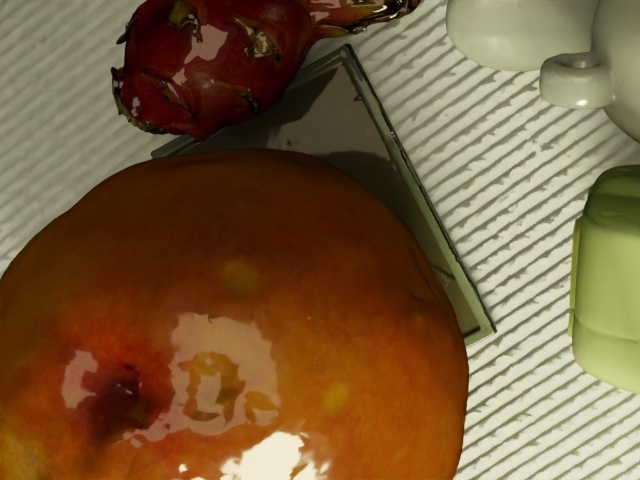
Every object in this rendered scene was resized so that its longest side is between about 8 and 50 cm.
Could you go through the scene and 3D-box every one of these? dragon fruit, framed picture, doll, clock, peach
[{"bbox_3d":[-0.038,-0.153,1.253,0.246,0.125,0.125,-15,100,7],"label":"dragon fruit"},{"bbox_3d":[0.000,0.000,1.298,0.184,0.016,0.250,-29,86,15],"label":"framed picture"},{"bbox_3d":[0.309,-0.121,1.085,0.365,0.187,0.376,-14,45,-17],"label":"doll"},{"bbox_3d":[0.337,0.025,1.069,0.348,0.286,0.117,4,101,11],"label":"clock"},{"bbox_3d":[-0.073,0.100,1.159,0.342,0.301,0.343,1,94,14],"label":"peach"}]
